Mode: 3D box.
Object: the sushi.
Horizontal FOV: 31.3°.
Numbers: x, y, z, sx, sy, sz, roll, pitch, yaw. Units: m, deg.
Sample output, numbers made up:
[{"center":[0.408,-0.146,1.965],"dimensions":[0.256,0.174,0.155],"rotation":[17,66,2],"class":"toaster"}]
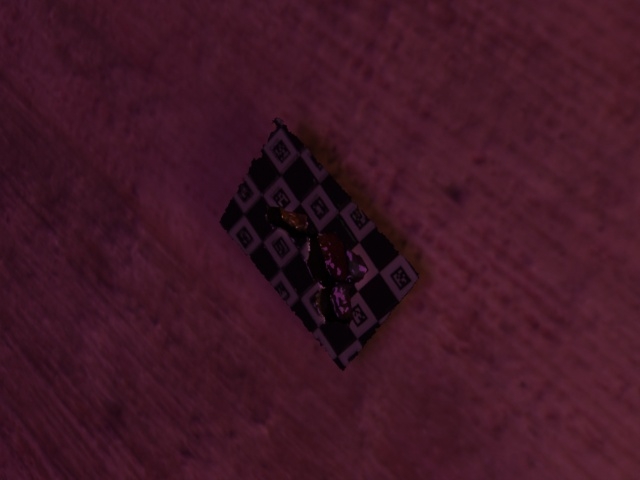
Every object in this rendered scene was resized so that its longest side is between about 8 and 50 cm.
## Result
[{"center":[0.000,0.000,1.037],"dimensions":[0.201,0.031,0.139],"rotation":[50,128,18],"class":"sushi"}]
